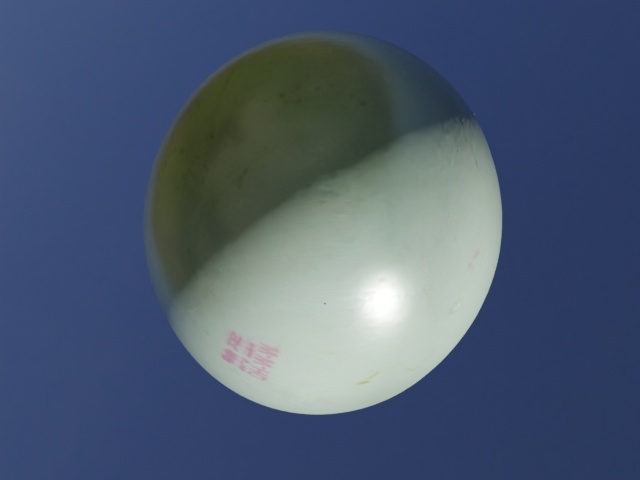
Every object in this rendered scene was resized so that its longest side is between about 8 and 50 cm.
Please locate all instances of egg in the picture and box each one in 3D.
[{"bbox_3d":[0.000,0.000,1.055,0.371,0.230,0.230,96,17,-69],"label":"egg"}]
